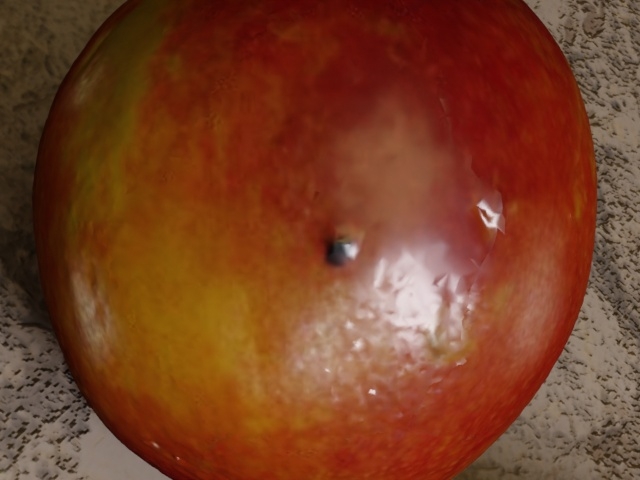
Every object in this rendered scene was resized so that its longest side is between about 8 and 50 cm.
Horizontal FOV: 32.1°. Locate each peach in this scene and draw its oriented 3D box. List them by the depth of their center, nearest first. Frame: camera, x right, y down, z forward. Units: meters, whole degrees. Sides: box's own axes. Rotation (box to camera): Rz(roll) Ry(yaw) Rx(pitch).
[{"bbox_3d":[0.000,0.000,0.733,0.388,0.388,0.388,8,68,-22],"label":"peach"}]
